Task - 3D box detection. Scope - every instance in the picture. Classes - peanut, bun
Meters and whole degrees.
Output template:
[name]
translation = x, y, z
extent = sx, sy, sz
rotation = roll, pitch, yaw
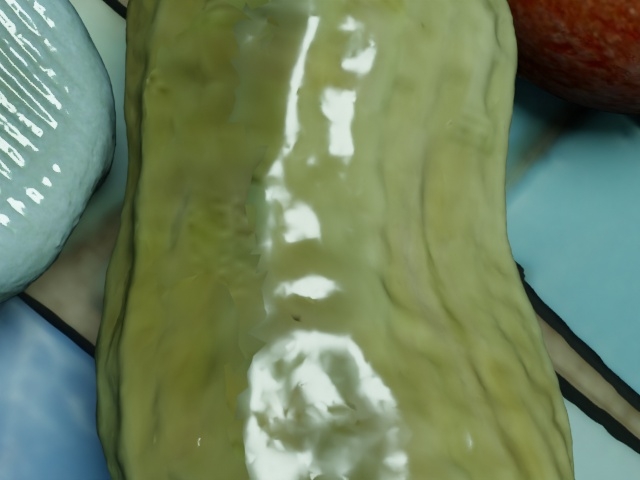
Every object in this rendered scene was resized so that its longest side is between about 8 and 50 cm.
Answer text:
[peanut]
translation = -0.007, 0.005, 0.442
extent = 0.143, 0.159, 0.291
rotation = 21, 58, -56
[bun]
translation = -0.142, -0.040, 0.451
extent = 0.140, 0.083, 0.141
rotation = 6, 76, -23

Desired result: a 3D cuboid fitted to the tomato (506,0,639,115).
[tomato]
translation = 0.130, -0.120, 0.502
extent = 0.167, 0.167, 0.167
rotation = 2, 81, -14
